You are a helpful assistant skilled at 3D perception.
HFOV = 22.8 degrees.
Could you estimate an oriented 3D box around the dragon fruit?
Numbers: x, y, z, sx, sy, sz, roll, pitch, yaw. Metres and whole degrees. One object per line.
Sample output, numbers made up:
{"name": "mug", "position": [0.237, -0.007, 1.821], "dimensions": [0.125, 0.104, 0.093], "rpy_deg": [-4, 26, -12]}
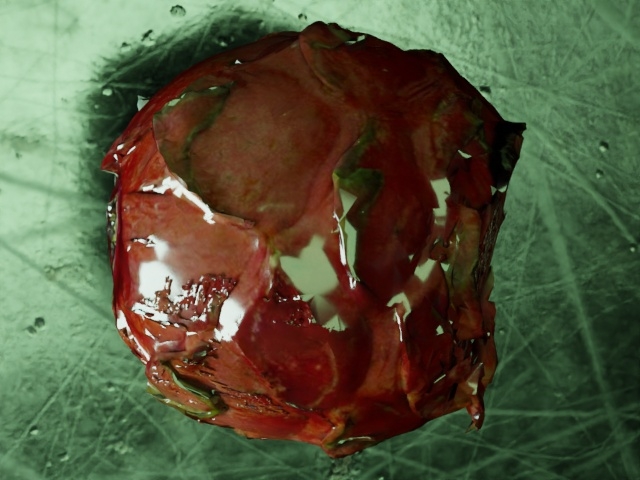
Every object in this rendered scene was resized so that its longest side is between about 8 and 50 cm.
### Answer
{"name": "dragon fruit", "position": [0.000, 0.000, 1.091], "dimensions": [0.301, 0.295, 0.296], "rpy_deg": [3, 100, -11]}
